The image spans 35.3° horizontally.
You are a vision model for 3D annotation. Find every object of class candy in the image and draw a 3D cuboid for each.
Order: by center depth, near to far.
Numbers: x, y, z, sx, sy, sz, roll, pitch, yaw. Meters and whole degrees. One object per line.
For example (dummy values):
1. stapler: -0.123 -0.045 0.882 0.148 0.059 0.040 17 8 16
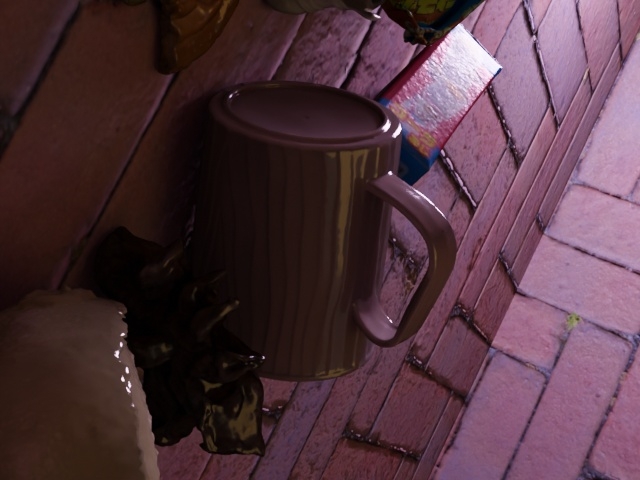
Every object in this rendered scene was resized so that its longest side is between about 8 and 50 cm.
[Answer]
1. candy: 0.105 -0.146 1.256 0.157 0.100 0.306 -43 -174 40

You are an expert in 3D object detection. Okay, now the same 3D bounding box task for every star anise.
1. star anise: -0.147 0.102 0.952 0.099 0.220 0.214 -19 120 -45

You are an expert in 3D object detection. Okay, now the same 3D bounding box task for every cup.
1. cup: -0.018 0.001 1.045 0.208 0.288 0.273 -5 118 -24

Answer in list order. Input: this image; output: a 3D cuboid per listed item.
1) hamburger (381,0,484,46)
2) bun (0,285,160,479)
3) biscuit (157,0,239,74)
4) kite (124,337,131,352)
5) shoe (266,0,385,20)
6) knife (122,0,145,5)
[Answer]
1. hamburger: 0.138 -0.386 1.207 0.260 0.150 0.276 23 106 -50
2. bun: -0.242 0.216 0.779 0.202 0.364 0.364 0 120 -21
3. biscuit: -0.103 -0.265 0.907 0.144 0.033 0.224 -40 147 -45
4. kite: -0.181 0.162 0.910 0.229 0.016 0.127 108 -26 -51
5. shoe: 0.054 -0.361 0.999 0.124 0.159 0.316 -16 129 -60
6. knife: -0.146 -0.336 0.753 0.061 0.027 0.343 -34 142 -45
